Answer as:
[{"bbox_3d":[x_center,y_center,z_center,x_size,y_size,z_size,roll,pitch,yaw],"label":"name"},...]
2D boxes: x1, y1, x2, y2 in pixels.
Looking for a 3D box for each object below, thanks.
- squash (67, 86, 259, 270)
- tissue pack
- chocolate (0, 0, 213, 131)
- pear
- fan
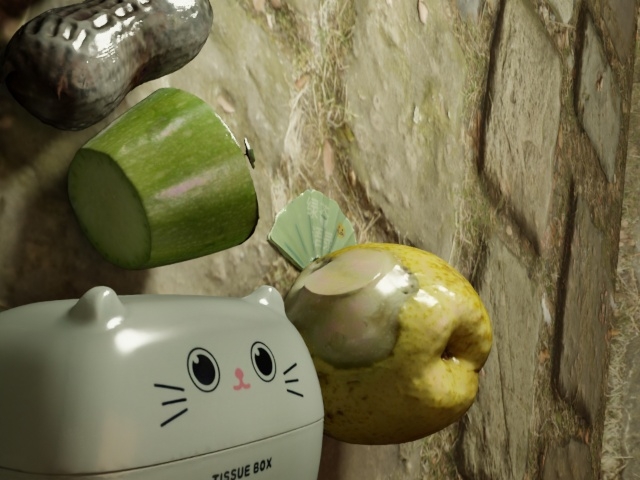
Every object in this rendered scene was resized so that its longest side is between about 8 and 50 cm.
[{"bbox_3d":[-0.148,-0.050,0.805,0.122,0.170,0.170,-31,116,-41],"label":"squash"},{"bbox_3d":[-0.152,0.153,0.718,0.333,0.229,0.236,5,86,-58],"label":"tissue pack"},{"bbox_3d":[-0.185,-0.181,0.790,0.248,0.110,0.110,-50,130,-41],"label":"chocolate"},{"bbox_3d":[0.078,0.128,1.073,0.271,0.271,0.271,2,88,-58],"label":"pear"},{"bbox_3d":[0.000,0.000,1.175,0.240,0.009,0.131,21,69,-56],"label":"fan"}]
